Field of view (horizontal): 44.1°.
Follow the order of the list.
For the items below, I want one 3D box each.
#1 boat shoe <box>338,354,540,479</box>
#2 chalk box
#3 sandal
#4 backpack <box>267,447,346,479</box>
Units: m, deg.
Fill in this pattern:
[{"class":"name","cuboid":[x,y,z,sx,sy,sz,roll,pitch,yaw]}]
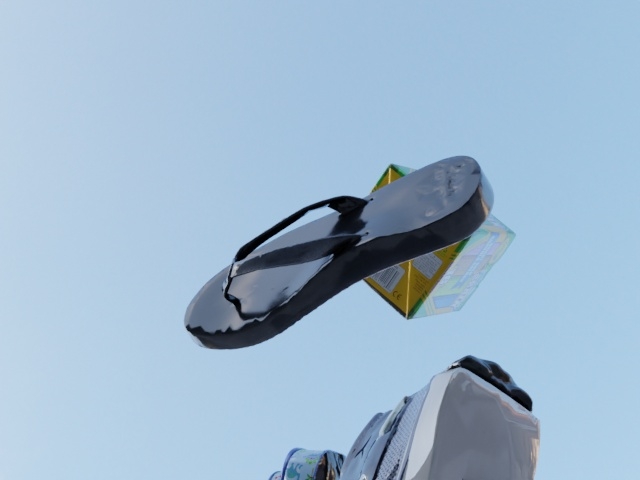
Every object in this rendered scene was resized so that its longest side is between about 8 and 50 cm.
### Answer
[{"class":"boat shoe","cuboid":[0.056,0.257,0.579,0.127,0.341,0.158,35,-36,-7]},{"class":"chalk box","cuboid":[0.141,0.002,0.977,0.132,0.213,0.132,41,-70,23]},{"class":"sandal","cuboid":[0.000,-0.001,0.584,0.254,0.097,0.054,-28,-59,17]},{"class":"backpack","cuboid":[-0.014,0.291,0.882,0.084,0.114,0.105,-4,-26,28]}]
